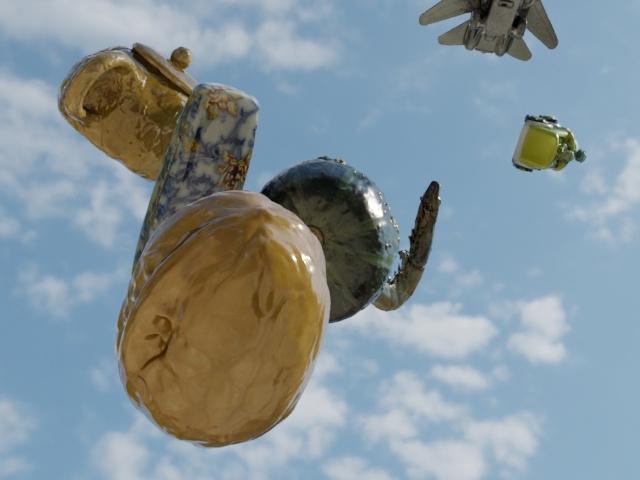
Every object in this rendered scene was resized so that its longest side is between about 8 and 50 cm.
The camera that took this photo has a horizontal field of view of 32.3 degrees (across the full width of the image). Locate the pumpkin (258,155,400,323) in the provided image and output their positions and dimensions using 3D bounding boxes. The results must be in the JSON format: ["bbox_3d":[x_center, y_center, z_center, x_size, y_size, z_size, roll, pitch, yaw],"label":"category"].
[{"bbox_3d":[-0.001,0.001,1.272,0.190,0.146,0.190,2,-75,8],"label":"pumpkin"}]

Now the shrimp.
[{"bbox_3d":[0.107,0.001,1.503,0.035,0.195,0.148,18,-1,39],"label":"shrimp"}]

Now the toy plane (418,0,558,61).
[{"bbox_3d":[0.265,-0.359,1.550,0.212,0.088,0.267,10,-32,-4],"label":"toy plane"}]

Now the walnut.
[{"bbox_3d":[-0.072,0.058,0.822,0.159,0.159,0.206,14,-58,-15],"label":"walnut"}]

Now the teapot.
[{"bbox_3d":[-0.226,-0.184,1.422,0.167,0.203,0.311,-52,-18,6],"label":"teapot"}]

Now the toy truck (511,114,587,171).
[{"bbox_3d":[0.308,-0.123,1.465,0.111,0.077,0.076,-7,-65,-55],"label":"toy truck"}]

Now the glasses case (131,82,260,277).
[{"bbox_3d":[-0.135,-0.051,1.201,0.087,0.065,0.247,11,-71,-33],"label":"glasses case"}]
